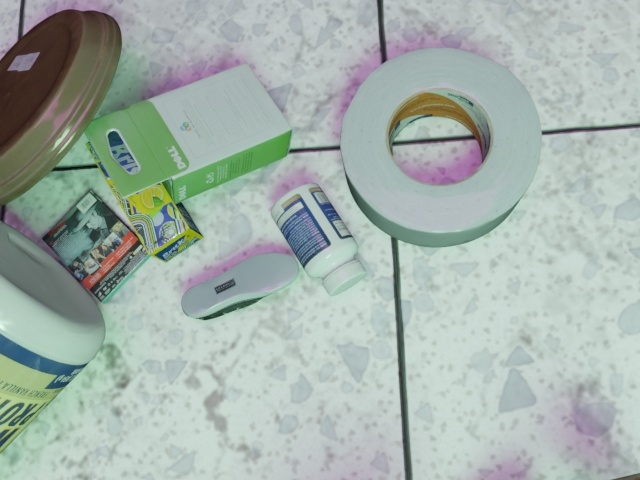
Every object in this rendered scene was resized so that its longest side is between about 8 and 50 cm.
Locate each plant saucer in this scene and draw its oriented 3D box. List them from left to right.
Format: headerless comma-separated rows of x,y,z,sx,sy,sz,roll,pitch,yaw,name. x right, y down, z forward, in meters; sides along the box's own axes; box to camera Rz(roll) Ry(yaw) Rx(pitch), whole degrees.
-0.345,-0.167,0.702,0.277,0.041,0.278,-19,54,28,plant saucer

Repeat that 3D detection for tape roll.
0.133,-0.105,0.678,0.219,0.072,0.219,-1,77,6,tape roll

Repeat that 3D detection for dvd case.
-0.275,0.007,0.733,0.119,0.013,0.087,41,85,13,dvd case

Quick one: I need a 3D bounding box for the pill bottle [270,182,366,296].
0.000,0.000,0.672,0.067,0.067,0.120,-32,75,-1,pill bottle

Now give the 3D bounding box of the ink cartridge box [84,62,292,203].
-0.150,-0.116,0.687,0.209,0.062,0.109,-27,73,-21,ink cartridge box

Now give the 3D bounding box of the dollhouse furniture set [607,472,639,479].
0.105,0.340,0.424,0.303,0.355,0.174,-37,70,38,dollhouse furniture set

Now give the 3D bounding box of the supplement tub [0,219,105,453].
-0.410,0.141,0.607,0.228,0.228,0.316,42,85,14,supplement tub

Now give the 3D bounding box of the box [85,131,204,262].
-0.214,-0.060,0.720,0.059,0.054,0.169,-34,74,-2,box

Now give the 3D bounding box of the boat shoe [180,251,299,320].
-0.090,0.054,0.685,0.142,0.040,0.049,-20,66,2,boat shoe
